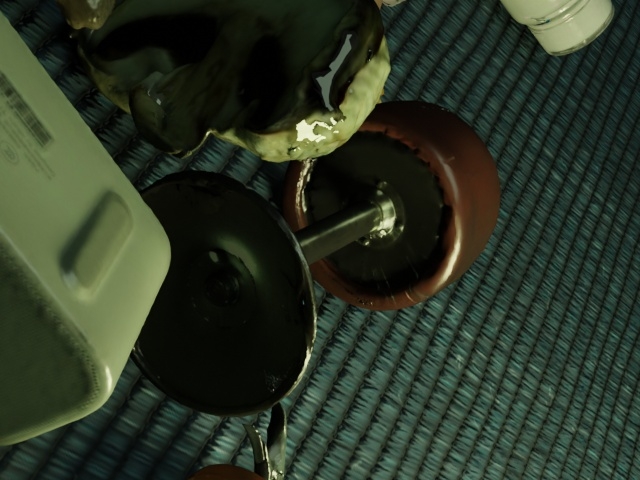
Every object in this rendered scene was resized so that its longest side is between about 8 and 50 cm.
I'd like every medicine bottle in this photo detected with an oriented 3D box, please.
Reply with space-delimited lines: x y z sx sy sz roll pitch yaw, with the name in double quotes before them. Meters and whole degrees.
"medicine bottle" 0.309 -0.400 2.149 0.258 0.143 0.143 48 39 -26

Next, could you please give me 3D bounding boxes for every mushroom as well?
"mushroom" -0.077 -0.157 1.351 0.247 0.344 0.130 -57 136 -24

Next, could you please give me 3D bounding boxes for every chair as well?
"chair" 0.000 0.000 1.441 0.401 0.226 0.226 -26 94 -55

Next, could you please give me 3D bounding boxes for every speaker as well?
"speaker" -0.291 -0.057 1.126 0.406 0.183 0.184 54 31 -20

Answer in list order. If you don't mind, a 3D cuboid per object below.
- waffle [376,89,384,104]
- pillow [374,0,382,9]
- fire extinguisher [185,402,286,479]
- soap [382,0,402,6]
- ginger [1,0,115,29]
"waffle" 0.025 -0.154 1.724 0.191 0.038 0.191 30 50 -43
"pillow" 0.006 -0.333 1.665 0.223 0.084 0.236 26 81 -39
"fire extinguisher" -0.118 0.308 1.249 0.376 0.113 0.200 -46 152 -52
"soap" 0.030 -0.484 1.849 0.296 0.107 0.285 30 50 -43
"ginger" -0.298 -0.232 1.296 0.259 0.065 0.149 27 55 -30
